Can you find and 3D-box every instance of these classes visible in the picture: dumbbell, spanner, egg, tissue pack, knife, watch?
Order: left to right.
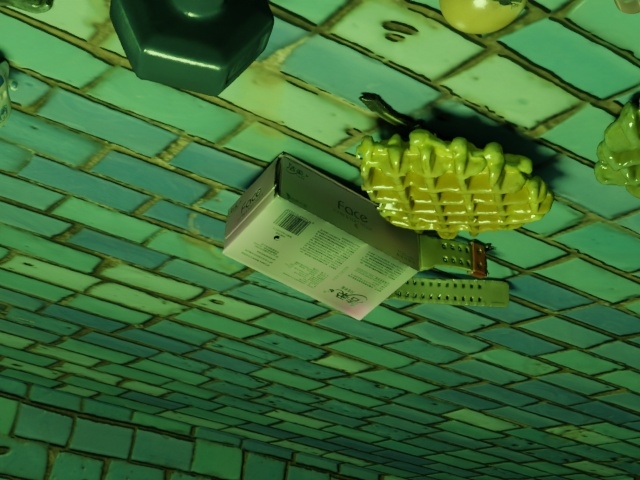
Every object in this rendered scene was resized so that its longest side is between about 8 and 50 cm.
[{"bbox_3d":[-0.420,-0.270,1.146,0.254,0.015,0.054,2,159,14],"label":"spanner"},{"bbox_3d":[-0.096,-0.260,0.896,0.160,0.144,0.325,11,158,-11],"label":"dumbbell"},{"bbox_3d":[0.000,0.000,1.457,0.246,0.092,0.148,27,131,-25],"label":"tissue pack"},{"bbox_3d":[0.130,-0.130,1.285,0.045,0.021,0.222,-10,152,42],"label":"knife"},{"bbox_3d":[0.198,0.052,1.623,0.268,0.102,0.165,4,157,-12],"label":"watch"},{"bbox_3d":[0.150,-0.233,0.960,0.080,0.080,0.096,19,168,-25],"label":"egg"}]

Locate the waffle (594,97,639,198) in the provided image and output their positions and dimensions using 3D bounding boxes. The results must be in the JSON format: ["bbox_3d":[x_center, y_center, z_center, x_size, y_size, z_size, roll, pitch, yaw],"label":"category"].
[{"bbox_3d":[0.475,-0.109,1.173,0.291,0.056,0.309,9,156,0],"label":"waffle"}]

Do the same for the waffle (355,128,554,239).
[{"bbox_3d":[0.160,-0.063,1.342,0.309,0.065,0.283,19,161,-29],"label":"waffle"}]

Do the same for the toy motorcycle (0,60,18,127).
[{"bbox_3d":[-0.466,-0.187,1.265,0.221,0.102,0.150,-16,127,39],"label":"toy motorcycle"}]

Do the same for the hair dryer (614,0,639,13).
[{"bbox_3d":[0.319,-0.247,0.932,0.114,0.037,0.063,-12,152,25],"label":"hair dryer"}]
